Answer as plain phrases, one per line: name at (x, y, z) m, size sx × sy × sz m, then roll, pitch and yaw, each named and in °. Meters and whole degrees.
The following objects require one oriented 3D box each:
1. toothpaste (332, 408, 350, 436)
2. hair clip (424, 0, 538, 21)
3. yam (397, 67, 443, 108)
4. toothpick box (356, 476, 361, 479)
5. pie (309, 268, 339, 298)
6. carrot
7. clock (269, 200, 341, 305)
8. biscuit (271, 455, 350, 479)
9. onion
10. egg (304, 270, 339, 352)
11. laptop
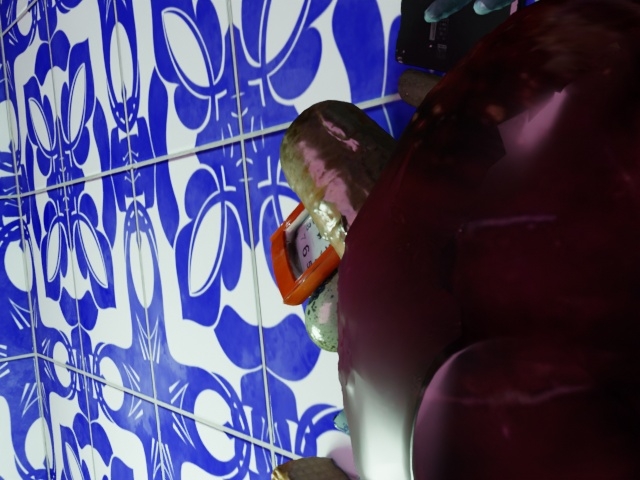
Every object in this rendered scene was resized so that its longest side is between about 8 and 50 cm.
toothpaste at (0.080, 0.168, 0.858) m, size 0.089 × 0.071 × 0.313 m, roll 34°, pitch 157°, yaw 8°
hair clip at (0.186, -0.304, 0.556) m, size 0.318 × 0.392 × 0.238 m, roll 12°, pitch 130°, yaw 54°
yam at (0.121, -0.157, 0.880) m, size 0.094 × 0.043 × 0.043 m, roll 32°, pitch 122°, yaw 51°
toothpick box at (0.140, 0.326, 0.744) m, size 0.355 × 0.263 × 0.262 m, roll 7°, pitch 101°, yaw 58°
pie at (0.011, 0.073, 1.115) m, size 0.085 × 0.017 × 0.085 m, roll 8°, pitch 100°, yaw 55°
carrot at (0.064, -0.020, 0.917) m, size 0.139 × 0.139 × 0.301 m, roll -43°, pitch 70°, yaw 52°
clock at (0.000, 0.000, 1.068) m, size 0.155 × 0.061 × 0.113 m, roll -49°, pitch 41°, yaw 39°
biscuit at (0.062, 0.407, 1.032) m, size 0.379 × 0.094 × 0.054 m, roll 41°, pitch 123°, yaw 45°
onion at (0.196, 0.051, 0.524) m, size 0.420 × 0.399 × 0.398 m, roll 51°, pitch -148°, yaw -89°
egg at (0.024, 0.089, 1.036) m, size 0.085 × 0.085 × 0.110 m, roll 38°, pitch 124°, yaw 48°
laptop at (0.142, -0.240, 0.859) m, size 0.180 × 0.016 × 0.129 m, roll 27°, pitch 118°, yaw 51°
